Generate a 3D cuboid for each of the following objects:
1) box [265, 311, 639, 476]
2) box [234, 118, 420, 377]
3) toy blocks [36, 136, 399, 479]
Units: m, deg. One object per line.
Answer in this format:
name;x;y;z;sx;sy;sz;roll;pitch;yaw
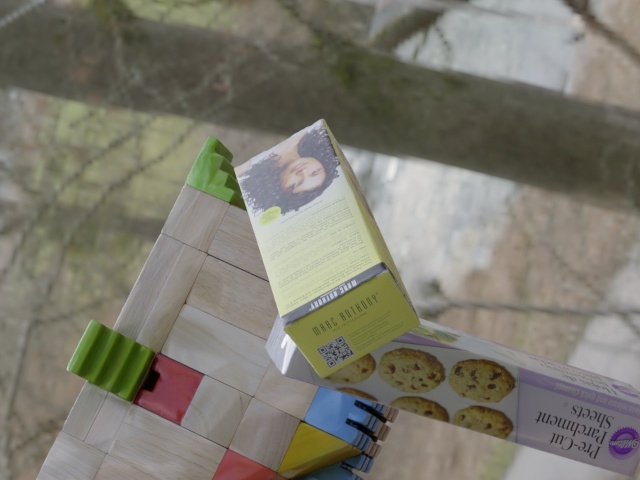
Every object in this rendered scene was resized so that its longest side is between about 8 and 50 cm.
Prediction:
box;0.116;0.111;1.337;0.067;0.324;0.063;-67;21;10
box;0.000;0.000;1.248;0.058;0.087;0.232;57;-174;-33
toy blocks;-0.057;0.138;1.449;0.381;0.261;0.191;-64;-19;-8
